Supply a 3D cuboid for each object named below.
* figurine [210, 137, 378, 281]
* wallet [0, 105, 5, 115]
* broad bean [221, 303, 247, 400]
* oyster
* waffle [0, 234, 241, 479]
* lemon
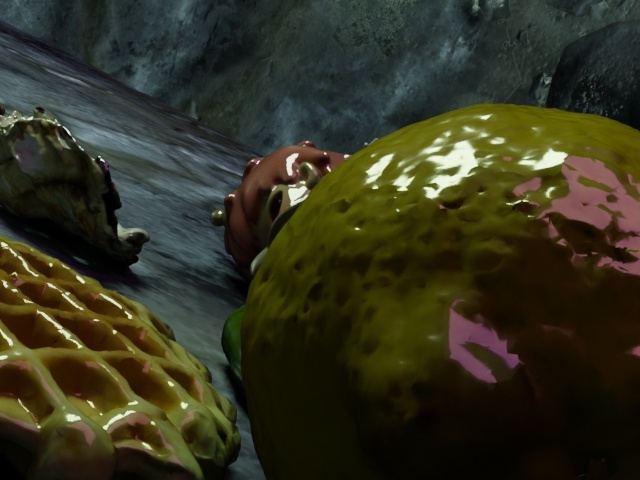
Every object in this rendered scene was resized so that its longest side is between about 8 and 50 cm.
[{"bbox_3d":[0.000,0.000,1.024,0.166,0.207,0.387,-27,32,-32],"label":"figurine"},{"bbox_3d":[-0.426,-0.169,1.251,0.095,0.026,0.176,33,8,8],"label":"wallet"},{"bbox_3d":[0.023,0.113,0.713,0.292,0.049,0.144,32,2,28],"label":"broad bean"},{"bbox_3d":[-0.208,-0.035,0.915,0.163,0.081,0.191,50,-9,0],"label":"oyster"},{"bbox_3d":[-0.147,0.044,0.540,0.250,0.056,0.261,25,5,-15],"label":"waffle"},{"bbox_3d":[0.088,0.059,0.505,0.245,0.245,0.320,28,9,15],"label":"lemon"}]
